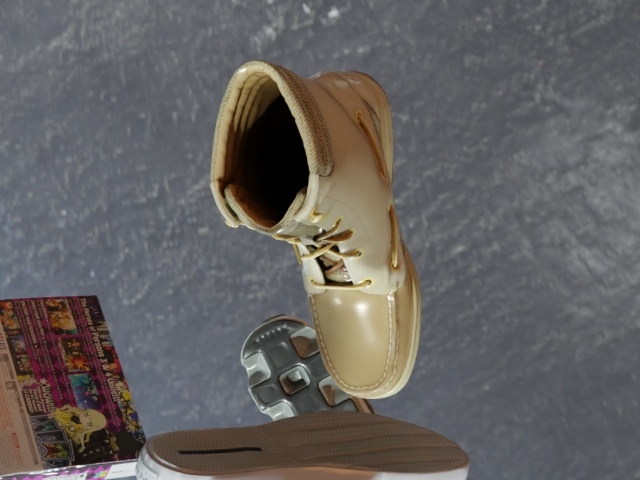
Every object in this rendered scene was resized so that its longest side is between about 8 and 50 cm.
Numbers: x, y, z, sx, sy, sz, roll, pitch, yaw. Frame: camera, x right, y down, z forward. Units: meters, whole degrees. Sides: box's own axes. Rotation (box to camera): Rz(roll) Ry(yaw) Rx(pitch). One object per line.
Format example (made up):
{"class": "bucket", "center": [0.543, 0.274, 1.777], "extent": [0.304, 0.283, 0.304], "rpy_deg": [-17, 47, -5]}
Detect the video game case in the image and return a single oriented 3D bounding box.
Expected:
{"class": "video game case", "center": [-0.318, 0.165, 1.416], "extent": [0.210, 0.232, 0.042], "rpy_deg": [-3, 142, -33]}

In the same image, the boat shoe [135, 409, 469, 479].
{"class": "boat shoe", "center": [-0.014, 0.157, 0.798], "extent": [0.226, 0.083, 0.076], "rpy_deg": [5, 111, -27]}

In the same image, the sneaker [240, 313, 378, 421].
{"class": "sneaker", "center": [0.026, 0.227, 1.374], "extent": [0.122, 0.146, 0.331], "rpy_deg": [-22, 92, 4]}

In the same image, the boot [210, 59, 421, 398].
{"class": "boot", "center": [0.000, 0.000, 0.939], "extent": [0.095, 0.262, 0.203], "rpy_deg": [-3, -178, 21]}
